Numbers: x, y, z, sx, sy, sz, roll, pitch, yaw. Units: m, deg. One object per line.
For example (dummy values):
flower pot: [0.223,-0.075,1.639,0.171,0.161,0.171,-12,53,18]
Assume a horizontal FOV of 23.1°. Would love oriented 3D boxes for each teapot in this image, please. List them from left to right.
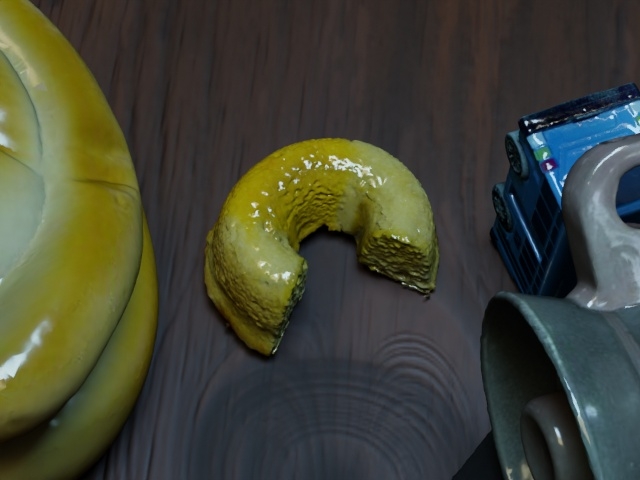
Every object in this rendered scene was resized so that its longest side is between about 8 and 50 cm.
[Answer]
teapot: [0.286,0.065,0.954,0.344,0.253,0.300,-14,98,-11]

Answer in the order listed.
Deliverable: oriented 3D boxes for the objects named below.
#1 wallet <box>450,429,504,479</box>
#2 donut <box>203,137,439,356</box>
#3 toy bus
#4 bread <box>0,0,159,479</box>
wallet: [0.189,0.271,0.987,0.323,0.041,0.247,32,64,22]
donut: [-0.003,-0.010,1.146,0.181,0.078,0.146,-20,62,-11]
toy bus: [0.178,-0.019,1.083,0.090,0.185,0.106,-19,67,-9]
bread: [-0.289,-0.017,1.062,0.329,0.245,0.424,-19,64,-8]
